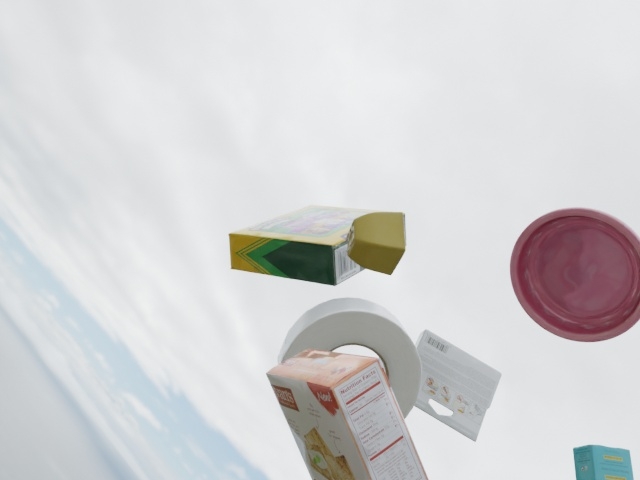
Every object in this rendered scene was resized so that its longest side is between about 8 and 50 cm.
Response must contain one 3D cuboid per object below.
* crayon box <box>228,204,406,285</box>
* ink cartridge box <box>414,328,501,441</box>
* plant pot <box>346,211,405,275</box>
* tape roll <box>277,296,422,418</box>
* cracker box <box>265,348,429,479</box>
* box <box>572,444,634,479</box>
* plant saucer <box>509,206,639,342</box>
[{"bbox_3d":[0.000,0.000,1.602,0.313,0.363,0.106,6,-73,34],"label":"crayon box"},{"bbox_3d":[0.384,0.438,1.886,0.275,0.239,0.060,31,-28,1],"label":"ink cartridge box"},{"bbox_3d":[0.089,0.001,1.048,0.081,0.083,0.081,112,-17,-53],"label":"plant pot"},{"bbox_3d":[0.057,0.263,1.270,0.286,0.286,0.100,58,2,-12],"label":"tape roll"},{"bbox_3d":[0.039,0.237,0.673,0.155,0.067,0.232,-12,-78,61],"label":"cracker box"},{"bbox_3d":[0.578,0.542,1.250,0.100,0.244,0.060,12,-28,-14],"label":"box"},{"bbox_3d":[0.634,0.078,1.518,0.332,0.084,0.332,11,-72,37],"label":"plant saucer"}]
